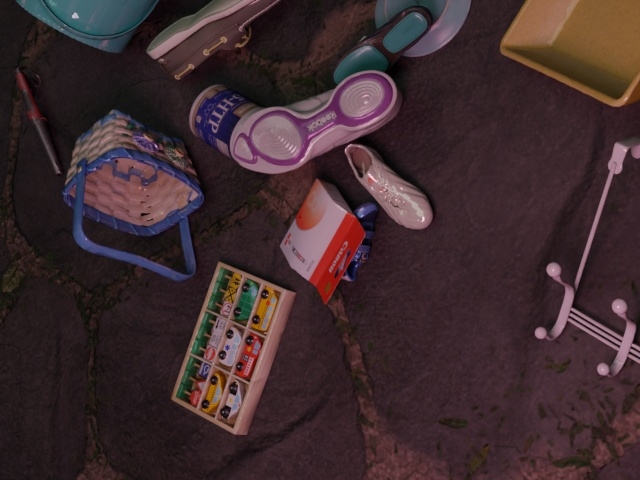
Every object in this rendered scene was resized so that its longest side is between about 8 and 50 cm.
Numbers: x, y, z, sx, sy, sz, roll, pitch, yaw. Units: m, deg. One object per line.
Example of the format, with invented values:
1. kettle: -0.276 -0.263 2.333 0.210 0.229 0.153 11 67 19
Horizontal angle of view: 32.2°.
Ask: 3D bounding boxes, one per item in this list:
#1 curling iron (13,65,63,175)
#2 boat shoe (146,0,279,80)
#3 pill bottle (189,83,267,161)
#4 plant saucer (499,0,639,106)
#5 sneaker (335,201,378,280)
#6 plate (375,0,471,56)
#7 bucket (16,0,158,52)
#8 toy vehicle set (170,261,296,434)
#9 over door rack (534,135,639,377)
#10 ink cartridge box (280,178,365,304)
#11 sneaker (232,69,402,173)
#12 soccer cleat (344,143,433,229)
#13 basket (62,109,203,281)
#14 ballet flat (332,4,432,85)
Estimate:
1. curling iron: -0.593 -0.259 2.355 0.035 0.068 0.274 -33 68 22
2. boat shoe: -0.186 -0.401 2.085 0.305 0.091 0.109 -25 29 25
3. pill bottle: -0.138 -0.198 1.992 0.186 0.112 0.112 32 98 35
4. plant saucer: 0.448 -0.361 1.595 0.333 0.081 0.333 -58 31 9
5. sneaker: 0.063 0.003 1.848 0.059 0.053 0.144 39 110 35
6. plate: 0.169 -0.406 1.884 0.188 0.024 0.188 -9 74 34
7. bucket: -0.458 -0.508 2.193 0.281 0.281 0.183 40 108 34
8. toy vehicle set: -0.156 0.188 1.965 0.166 0.035 0.267 19 91 36
9. over door rack: 0.443 0.046 1.506 0.239 0.108 0.324 32 113 34
10. ink cartridge box: 0.000 0.000 1.843 0.145 0.045 0.179 -61 27 19
11. sneaker: 0.001 -0.186 1.863 0.305 0.152 0.114 -19 84 16
12. soccer cleat: 0.107 -0.088 1.822 0.068 0.076 0.196 -51 57 15
13. basket: -0.343 -0.079 2.021 0.201 0.254 0.289 -29 55 34
14. ballet flat: 0.108 -0.328 1.861 0.203 0.074 0.074 -35 62 29
